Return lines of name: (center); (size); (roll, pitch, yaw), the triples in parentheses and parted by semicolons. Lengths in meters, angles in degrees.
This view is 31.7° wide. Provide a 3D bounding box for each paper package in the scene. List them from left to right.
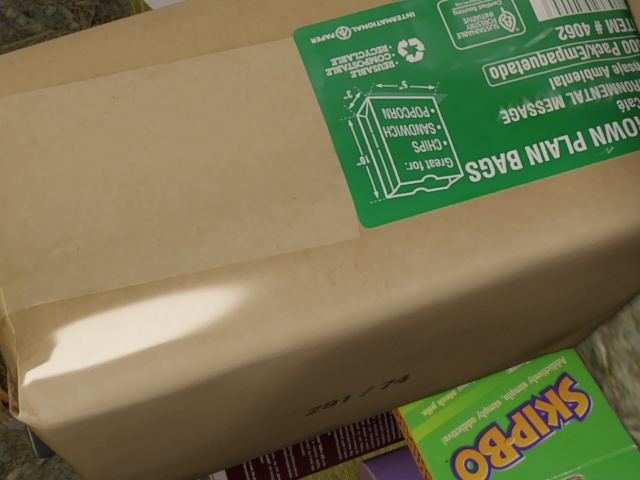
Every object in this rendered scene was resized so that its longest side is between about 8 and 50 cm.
paper package: (0.000, 0.000, 0.589); (0.309, 0.324, 0.168); (104, 147, -71)

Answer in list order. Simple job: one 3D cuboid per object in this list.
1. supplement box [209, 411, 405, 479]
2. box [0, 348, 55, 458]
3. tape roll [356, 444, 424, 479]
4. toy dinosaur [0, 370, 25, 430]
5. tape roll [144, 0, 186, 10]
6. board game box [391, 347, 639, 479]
supplement box: (-0.003, 0.145, 1.059); (0.130, 0.239, 0.073); (-123, 18, -56)
box: (-0.156, 0.011, 1.206); (0.212, 0.395, 0.294); (-153, 46, -76)
tape roll: (0.108, 0.312, 1.196); (0.189, 0.080, 0.189); (163, 90, -80)
toy dinosaur: (-0.352, 0.120, 1.134); (0.112, 0.064, 0.212); (-127, 23, -60)
tape roll: (-0.023, -0.219, 0.641); (0.219, 0.219, 0.072); (83, 166, -45)
board game box: (0.100, 0.079, 0.748); (0.039, 0.124, 0.259); (82, 166, -47)
